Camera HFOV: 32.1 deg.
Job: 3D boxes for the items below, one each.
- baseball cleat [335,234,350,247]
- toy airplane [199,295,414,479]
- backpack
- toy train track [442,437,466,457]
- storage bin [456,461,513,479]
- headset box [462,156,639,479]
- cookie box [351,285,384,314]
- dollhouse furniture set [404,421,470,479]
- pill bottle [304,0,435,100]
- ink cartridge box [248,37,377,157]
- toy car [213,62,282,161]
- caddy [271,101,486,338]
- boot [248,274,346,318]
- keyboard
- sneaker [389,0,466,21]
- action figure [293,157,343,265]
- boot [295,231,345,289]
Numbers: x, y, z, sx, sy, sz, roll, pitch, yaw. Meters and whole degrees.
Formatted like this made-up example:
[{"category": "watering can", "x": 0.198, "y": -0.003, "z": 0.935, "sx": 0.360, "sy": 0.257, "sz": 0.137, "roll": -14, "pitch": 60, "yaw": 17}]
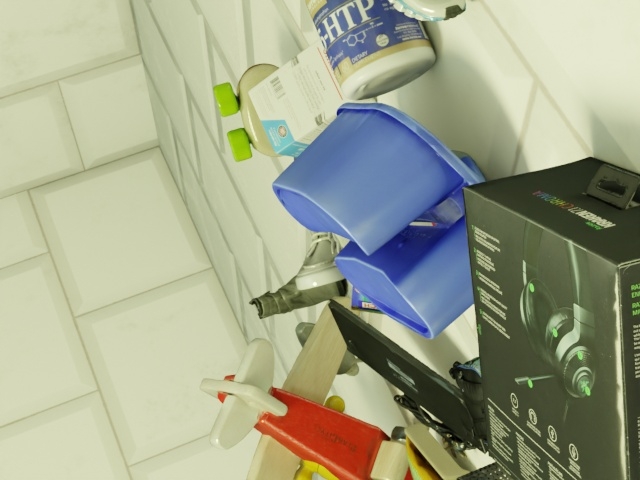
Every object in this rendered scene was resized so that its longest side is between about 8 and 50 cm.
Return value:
[{"category": "baseball cleat", "x": 0.066, "y": -0.047, "z": 1.486, "sx": 0.206, "sy": 0.109, "sz": 0.072, "roll": 88, "pitch": 164, "yaw": -49}, {"category": "toy airplane", "x": -0.042, "y": 0.327, "z": 1.902, "sx": 0.272, "sy": 0.386, "sz": 0.384, "roll": -24, "pitch": 85, "yaw": 65}, {"category": "backpack", "x": 0.211, "y": 0.178, "z": 1.275, "sx": 0.114, "sy": 0.084, "sz": 0.105, "roll": 139, "pitch": 110, "yaw": -82}, {"category": "toy train track", "x": 0.201, "y": 0.318, "z": 1.706, "sx": 0.083, "sy": 0.014, "sz": 0.048, "roll": -162, "pitch": 53, "yaw": -74}, {"category": "storage bin", "x": 0.252, "y": 0.366, "z": 1.400, "sx": 0.180, "sy": 0.084, "sz": 0.122, "roll": -144, "pitch": 35, "yaw": -67}, {"category": "headset box", "x": 0.229, "y": 0.083, "z": 0.878, "sx": 0.246, "sy": 0.131, "sz": 0.283, "roll": -141, "pitch": 40, "yaw": -67}, {"category": "cookie box", "x": 0.091, "y": 0.066, "z": 1.595, "sx": 0.107, "sy": 0.092, "sz": 0.040, "roll": 90, "pitch": -172, "yaw": -61}, {"category": "dollhouse furniture set", "x": 0.172, "y": 0.440, "z": 1.660, "sx": 0.301, "sy": 0.151, "sz": 0.197, "roll": 46, "pitch": 154, "yaw": 54}, {"category": "pill bottle", "x": 0.044, "y": -0.262, "z": 1.237, "sx": 0.112, "sy": 0.112, "sz": 0.187, "roll": 125, "pitch": 123, "yaw": -75}, {"category": "ink cartridge box", "x": 0.002, "y": -0.202, "z": 1.496, "sx": 0.060, "sy": 0.180, "sz": 0.104, "roll": 7, "pitch": -124, "yaw": -59}, {"category": "toy car", "x": -0.087, "y": -0.223, "z": 1.803, "sx": 0.188, "sy": 0.155, "sz": 0.149, "roll": -117, "pitch": 10, "yaw": -71}, {"category": "caddy", "x": 0.093, "y": -0.039, "z": 1.244, "sx": 0.241, "sy": 0.179, "sz": 0.341, "roll": 50, "pitch": 173, "yaw": -16}, {"category": "boot", "x": -0.048, "y": 0.102, "z": 2.090, "sx": 0.246, "sy": 0.161, "sz": 0.083, "roll": 124, "pitch": 124, "yaw": -75}, {"category": "keyboard", "x": 0.136, "y": 0.208, "z": 1.607, "sx": 0.317, "sy": 0.033, "sz": 0.201, "roll": 35, "pitch": 156, "yaw": 45}, {"category": "sneaker", "x": 0.089, "y": -0.296, "z": 1.100, "sx": 0.083, "sy": 0.071, "sz": 0.191, "roll": 98, "pitch": 150, "yaw": -54}, {"category": "action figure", "x": 0.021, "y": -0.114, "z": 1.616, "sx": 0.185, "sy": 0.099, "sz": 0.285, "roll": -155, "pitch": 49, "yaw": -80}, {"category": "boot", "x": 0.000, "y": 0.000, "z": 1.765, "sx": 0.258, "sy": 0.095, "sz": 0.123, "roll": -52, "pitch": -53, "yaw": -81}]
